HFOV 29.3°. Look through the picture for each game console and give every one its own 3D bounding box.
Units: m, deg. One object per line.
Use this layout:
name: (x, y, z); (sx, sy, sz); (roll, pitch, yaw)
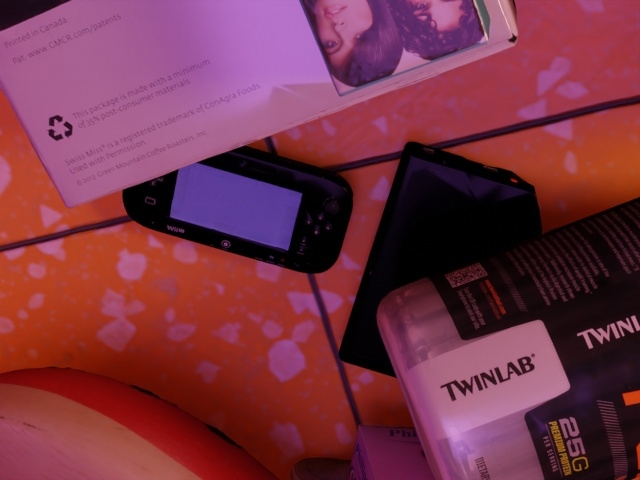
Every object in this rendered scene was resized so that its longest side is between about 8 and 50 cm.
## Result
game console: (0.000, 0.000, 1.077); (0.361, 0.044, 0.213); (16, 115, 1)

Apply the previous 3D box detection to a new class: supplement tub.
supplement tub: (0.231, 0.082, 0.969); (0.338, 0.207, 0.207); (-21, 110, 0)

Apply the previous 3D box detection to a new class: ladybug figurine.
ladybug figurine: (-0.167, 0.253, 1.114); (0.449, 0.162, 0.305); (30, 138, 7)

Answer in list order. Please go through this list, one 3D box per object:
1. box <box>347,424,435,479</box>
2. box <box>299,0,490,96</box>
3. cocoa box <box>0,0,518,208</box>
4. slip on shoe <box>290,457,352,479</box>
box: (0.127, 0.303, 1.124); (0.214, 0.117, 0.243); (4, 116, -11)
box: (0.013, -0.217, 0.717); (0.101, 0.060, 0.244); (-19, 109, 15)
cocoa box: (-0.056, -0.211, 0.887); (0.347, 0.228, 0.231); (-19, 109, 15)
slip on shoe: (0.041, 0.224, 1.165); (0.135, 0.051, 0.041); (13, 120, -1)
